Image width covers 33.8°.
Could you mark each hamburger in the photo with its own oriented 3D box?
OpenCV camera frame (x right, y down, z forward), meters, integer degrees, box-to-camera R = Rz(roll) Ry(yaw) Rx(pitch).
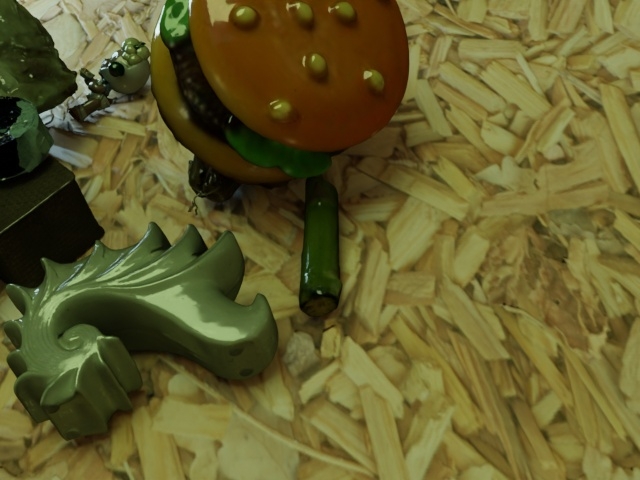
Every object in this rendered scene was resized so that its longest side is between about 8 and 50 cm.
[{"bbox_3d":[-0.058,-0.304,1.619,0.396,0.396,0.277,-53,14,-30],"label":"hamburger"}]

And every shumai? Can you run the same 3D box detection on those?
[{"bbox_3d":[-0.613,-0.347,1.898,0.309,0.263,0.304,-25,20,-31],"label":"shumai"}]

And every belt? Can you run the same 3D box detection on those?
[{"bbox_3d":[-0.525,-0.167,1.718,0.198,0.078,0.151,12,47,32],"label":"belt"}]

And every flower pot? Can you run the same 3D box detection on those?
[{"bbox_3d":[-0.257,0.115,1.497,0.367,0.164,0.254,-20,50,-2],"label":"flower pot"}]

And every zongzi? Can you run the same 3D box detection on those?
[{"bbox_3d":[-0.092,-0.159,1.761,0.241,0.111,0.248,2,53,9],"label":"zongzi"}]

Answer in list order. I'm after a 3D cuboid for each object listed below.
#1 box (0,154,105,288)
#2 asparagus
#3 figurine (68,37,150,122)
[{"bbox_3d":[-0.519,-0.055,1.763,0.273,0.143,0.184,28,61,37],"label":"box"},{"bbox_3d":[0.002,0.001,1.598,0.060,0.067,0.278,10,46,-8],"label":"asparagus"},{"bbox_3d":[-0.402,-0.308,2.007,0.197,0.093,0.147,-35,11,-16],"label":"figurine"}]
